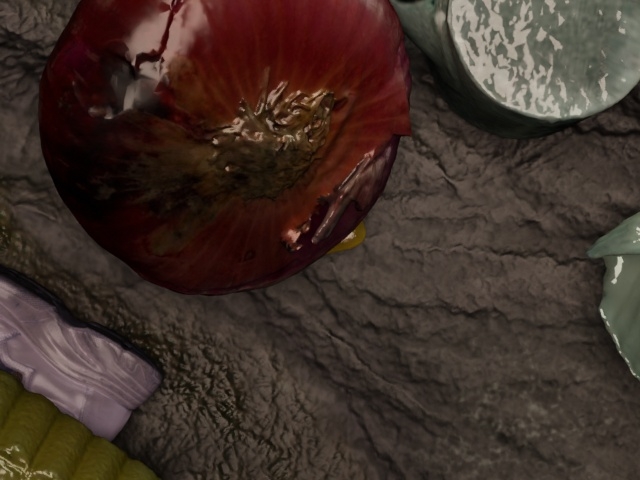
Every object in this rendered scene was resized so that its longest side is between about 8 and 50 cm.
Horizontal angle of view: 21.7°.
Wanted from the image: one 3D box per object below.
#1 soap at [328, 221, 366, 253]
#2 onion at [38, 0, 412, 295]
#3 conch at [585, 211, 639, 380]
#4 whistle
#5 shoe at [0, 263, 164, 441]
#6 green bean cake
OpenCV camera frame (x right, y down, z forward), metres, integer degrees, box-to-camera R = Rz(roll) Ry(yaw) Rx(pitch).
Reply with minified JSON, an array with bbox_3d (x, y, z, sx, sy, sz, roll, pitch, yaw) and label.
[{"bbox_3d":[0.000,0.000,1.593,0.089,0.012,0.034,-19,88,-1],"label":"soap"},{"bbox_3d":[-0.095,-0.131,1.497,0.347,0.285,0.348,-11,123,-18],"label":"onion"},{"bbox_3d":[0.425,0.029,1.496,0.319,0.215,0.303,-11,81,31],"label":"conch"},{"bbox_3d":[0.266,-0.216,1.526,0.404,0.168,0.188,-19,89,-5],"label":"whistle"},{"bbox_3d":[-0.279,0.112,1.550,0.245,0.095,0.138,32,87,-4],"label":"shoe"},{"bbox_3d":[-0.290,0.261,1.490,0.233,0.124,0.236,35,112,-5],"label":"green bean cake"}]
